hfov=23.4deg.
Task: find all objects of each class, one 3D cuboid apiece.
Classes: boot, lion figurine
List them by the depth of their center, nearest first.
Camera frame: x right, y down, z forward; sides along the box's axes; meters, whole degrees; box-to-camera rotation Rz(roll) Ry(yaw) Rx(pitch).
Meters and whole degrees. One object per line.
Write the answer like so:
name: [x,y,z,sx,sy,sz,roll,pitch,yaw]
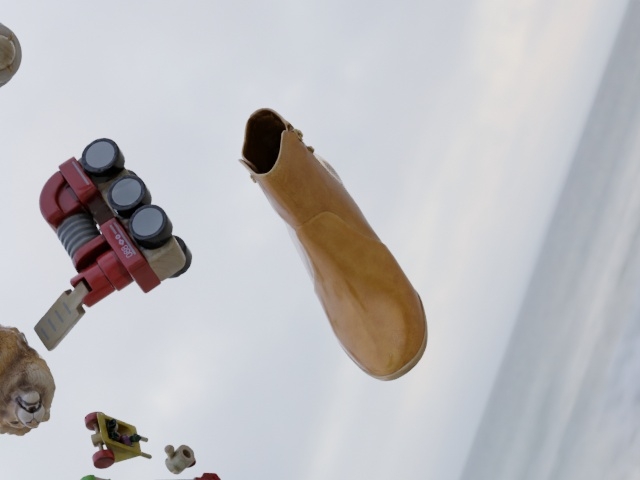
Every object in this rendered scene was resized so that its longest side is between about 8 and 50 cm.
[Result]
boot: [0.001,-0.001,1.634,0.211,0.104,0.295,49,-169,-39]
lion figurine: [-0.564,0.163,2.153,0.142,0.392,0.240,-102,19,-55]

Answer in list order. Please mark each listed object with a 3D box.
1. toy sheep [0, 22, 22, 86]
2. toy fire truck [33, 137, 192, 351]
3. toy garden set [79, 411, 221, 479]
toy sheep: [-0.366,-0.196,1.641,0.091,0.132,0.091,-4,-84,-39]
toy fire truck: [-0.329,0.018,2.168,0.246,0.217,0.158,-35,-30,-6]
toy garden set: [-0.181,0.310,1.875,0.049,0.244,0.204,-43,45,27]
